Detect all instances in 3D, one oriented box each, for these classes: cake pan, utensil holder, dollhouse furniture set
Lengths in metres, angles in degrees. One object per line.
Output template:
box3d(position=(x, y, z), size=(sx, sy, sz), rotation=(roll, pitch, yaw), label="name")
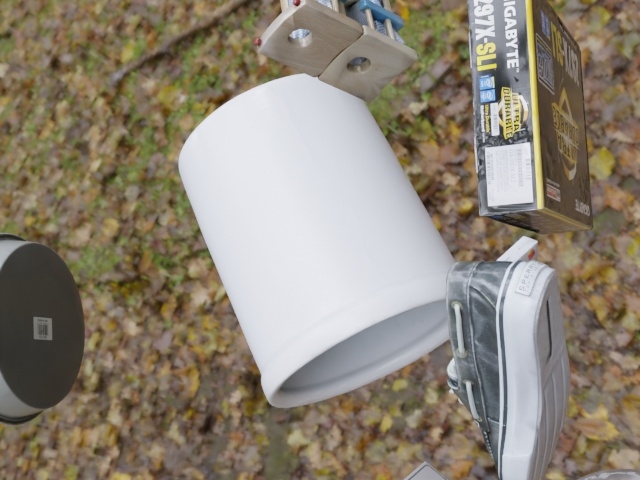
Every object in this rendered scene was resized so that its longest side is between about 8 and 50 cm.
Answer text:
box3d(position=(-0.445, 0.131, 1.430), size=(0.054, 0.293, 0.293), rotation=(-6, 63, 16), label="cake pan")
box3d(position=(0.000, 0.000, 1.378), size=(0.328, 0.328, 0.385), rotation=(-35, 67, 22), label="utensil holder")
box3d(position=(0.042, -0.236, 0.779), size=(0.184, 0.129, 0.129), rotation=(-38, 48, 38), label="dollhouse furniture set")

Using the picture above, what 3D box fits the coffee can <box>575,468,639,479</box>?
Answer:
box3d(position=(0.363, 0.392, 0.999), size=(0.202, 0.275, 0.201), rotation=(-26, 41, 25), label="coffee can")

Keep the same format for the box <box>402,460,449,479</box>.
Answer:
box3d(position=(0.207, 0.469, 1.359), size=(0.290, 0.169, 0.087), rotation=(38, 119, 22), label="box")

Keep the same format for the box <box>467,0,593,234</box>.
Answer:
box3d(position=(0.262, -0.146, 1.146), size=(0.079, 0.322, 0.257), rotation=(-7, 83, 25), label="box")

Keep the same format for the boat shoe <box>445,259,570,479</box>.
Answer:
box3d(position=(0.201, 0.145, 1.039), size=(0.119, 0.335, 0.121), rotation=(15, 42, 30), label="boat shoe")

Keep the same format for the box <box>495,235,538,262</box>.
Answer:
box3d(position=(0.381, 0.106, 1.882), size=(0.038, 0.186, 0.145), rotation=(26, 51, 37), label="box")
